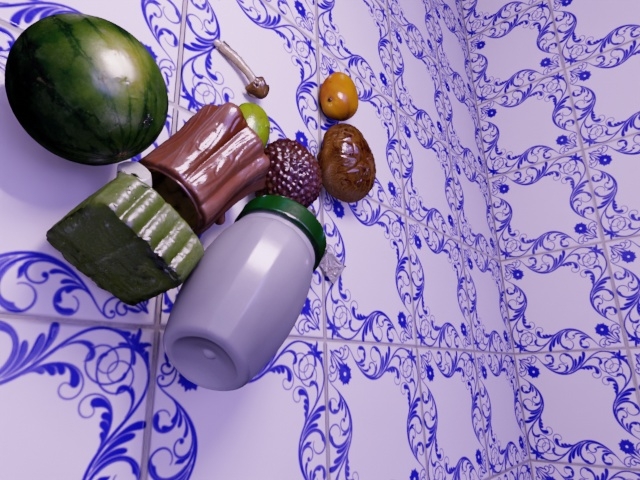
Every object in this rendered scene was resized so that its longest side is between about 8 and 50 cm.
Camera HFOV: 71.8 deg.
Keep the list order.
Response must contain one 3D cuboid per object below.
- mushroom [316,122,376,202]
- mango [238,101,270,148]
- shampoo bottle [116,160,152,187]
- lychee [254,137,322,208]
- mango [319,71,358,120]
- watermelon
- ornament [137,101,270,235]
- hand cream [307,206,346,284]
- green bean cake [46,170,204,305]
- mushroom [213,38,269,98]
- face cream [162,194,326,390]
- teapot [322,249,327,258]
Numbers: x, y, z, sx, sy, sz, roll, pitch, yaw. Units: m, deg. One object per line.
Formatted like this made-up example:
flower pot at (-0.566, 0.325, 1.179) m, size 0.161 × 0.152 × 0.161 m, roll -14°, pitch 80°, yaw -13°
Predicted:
mushroom at (0.083, -0.238, 1.371) m, size 0.253 × 0.153 × 0.253 m, roll 21°, pitch 65°, yaw -56°
mango at (-0.180, -0.260, 1.099) m, size 0.119 × 0.100 × 0.178 m, roll 33°, pitch 61°, yaw -42°
shampoo bottle at (-0.346, -0.067, 0.817) m, size 0.077 × 0.152 × 0.045 m, roll 37°, pitch 40°, yaw 24°
lychee at (-0.084, -0.163, 1.105) m, size 0.188 × 0.188 × 0.188 m, roll 20°, pitch 63°, yaw -45°
mango at (0.065, -0.482, 1.465) m, size 0.145 × 0.112 × 0.219 m, roll 48°, pitch 34°, yaw -28°
watermelon at (-0.384, -0.248, 0.742) m, size 0.242 × 0.242 × 0.242 m, roll 20°, pitch 63°, yaw -45°
ornament at (-0.251, -0.142, 0.905) m, size 0.217 × 0.221 × 0.235 m, roll -54°, pitch 164°, yaw -41°
hand cream at (-0.003, 0.000, 1.260) m, size 0.084 × 0.050 × 0.257 m, roll -49°, pitch 121°, yaw -44°
green bean cake at (-0.322, 0.006, 0.746) m, size 0.200 × 0.214 × 0.113 m, roll 51°, pitch 40°, yaw -26°
mushroom at (-0.211, -0.451, 1.172) m, size 0.187 × 0.061 × 0.060 m, roll 46°, pitch 32°, yaw -14°
face cream at (-0.138, 0.094, 0.870) m, size 0.219 × 0.312 × 0.357 m, roll 29°, pitch 46°, yaw -2°
teapot at (-0.049, 0.038, 1.162) m, size 0.091 × 0.092 × 0.124 m, roll 46°, pitch 38°, yaw -7°
